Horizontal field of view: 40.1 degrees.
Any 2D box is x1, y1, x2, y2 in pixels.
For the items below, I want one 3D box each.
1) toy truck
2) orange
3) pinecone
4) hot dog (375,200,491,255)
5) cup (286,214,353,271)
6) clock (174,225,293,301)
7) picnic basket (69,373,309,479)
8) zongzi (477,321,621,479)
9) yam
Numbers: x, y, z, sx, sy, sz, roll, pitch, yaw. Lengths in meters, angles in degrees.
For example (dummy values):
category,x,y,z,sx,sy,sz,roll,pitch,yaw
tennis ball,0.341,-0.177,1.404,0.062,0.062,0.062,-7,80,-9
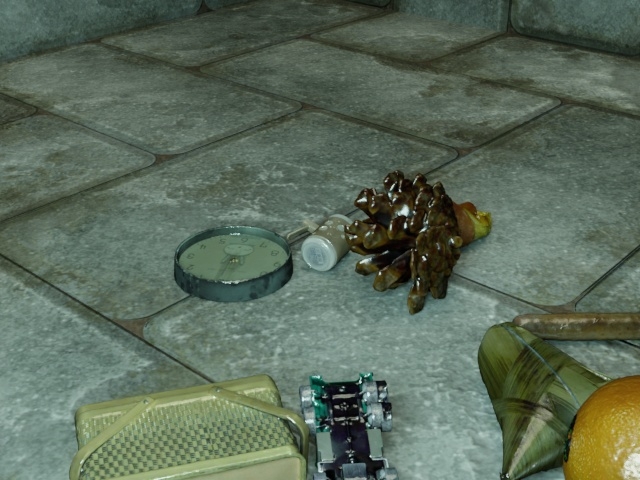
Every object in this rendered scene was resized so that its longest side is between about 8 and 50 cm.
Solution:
category,x,y,z,sx,sy,sz,roll,pitch,yaw
toy truck,0.035,0.265,1.068,0.110,0.116,0.216,-3,35,-4
orange,0.374,0.252,1.001,0.206,0.206,0.206,0,28,0
pinecone,0.140,-0.005,1.471,0.201,0.202,0.229,25,45,13
hot dog,0.219,-0.032,1.639,0.261,0.093,0.123,-21,34,-33
cup,0.005,-0.004,1.589,0.102,0.074,0.099,43,40,3
clock,-0.155,0.037,1.566,0.215,0.042,0.215,0,28,0
picnic basket,-0.147,0.271,0.997,0.266,0.165,0.139,-8,31,-14
zongzi,0.248,0.214,1.158,0.242,0.112,0.221,-20,35,-31
yam,0.428,0.135,1.375,0.264,0.046,0.046,0,28,-2
